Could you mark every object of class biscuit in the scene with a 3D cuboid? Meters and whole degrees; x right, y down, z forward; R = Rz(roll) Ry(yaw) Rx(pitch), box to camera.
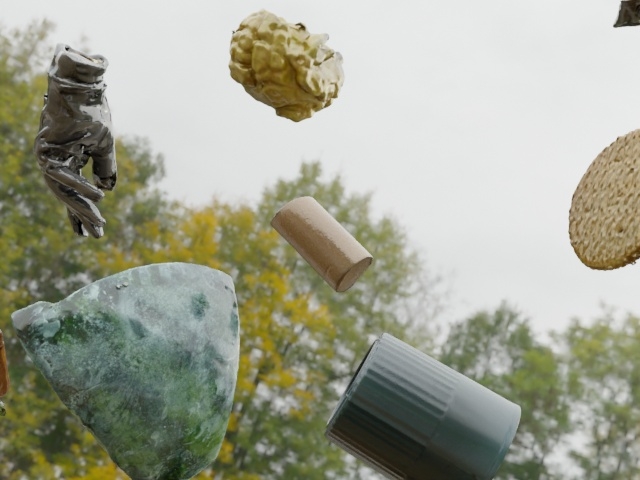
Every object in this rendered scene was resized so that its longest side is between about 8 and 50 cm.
[{"bbox_3d":[0.499,-0.068,1.613,0.035,0.254,0.254,23,-20,-24],"label":"biscuit"}]

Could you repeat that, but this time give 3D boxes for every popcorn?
[{"bbox_3d":[-0.065,-0.341,1.928,0.250,0.190,0.250,28,17,-9],"label":"popcorn"}]

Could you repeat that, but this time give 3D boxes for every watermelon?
[{"bbox_3d":[-0.232,0.144,1.317,0.320,0.289,0.213,41,-21,-8],"label":"watermelon"}]

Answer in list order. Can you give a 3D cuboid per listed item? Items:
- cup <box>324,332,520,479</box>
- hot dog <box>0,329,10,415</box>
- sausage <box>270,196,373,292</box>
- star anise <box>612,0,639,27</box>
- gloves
[{"bbox_3d":[0.191,0.319,1.842,0.292,0.308,0.242,30,-51,3],"label":"cup"},{"bbox_3d":[-0.502,0.193,1.479,0.055,0.072,0.188,11,-51,2],"label":"hot dog"},{"bbox_3d":[0.000,0.000,2.344,0.253,0.123,0.123,45,-12,21],"label":"sausage"},{"bbox_3d":[0.498,-0.338,1.279,0.108,0.315,0.315,13,-14,-33],"label":"star anise"},{"bbox_3d":[-0.340,-0.138,1.408,0.119,0.286,0.142,11,20,29],"label":"gloves"}]
